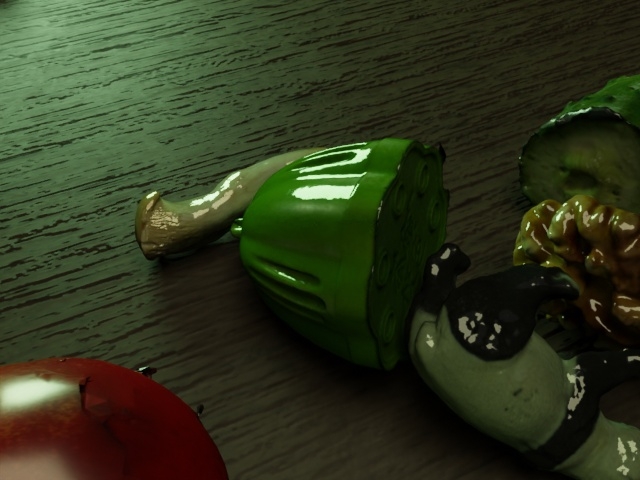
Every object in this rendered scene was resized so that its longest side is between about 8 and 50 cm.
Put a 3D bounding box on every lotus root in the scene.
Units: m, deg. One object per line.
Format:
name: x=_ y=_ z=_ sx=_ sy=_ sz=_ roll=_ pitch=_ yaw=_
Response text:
lotus root: x=0.000 y=0.000 z=0.579 sx=0.186 sy=0.186 sz=0.186 roll=3 pitch=54 yaw=-4

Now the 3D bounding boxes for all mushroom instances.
mushroom: x=-0.073 y=-0.041 z=0.645 sx=0.202 sy=0.059 sz=0.054 roll=-25 pitch=78 yaw=-21

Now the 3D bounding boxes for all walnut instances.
walnut: x=0.227 y=0.040 z=0.573 sx=0.170 sy=0.143 sz=0.069 roll=37 pitch=68 yaw=20

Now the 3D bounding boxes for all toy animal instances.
toy animal: x=0.163 y=0.103 z=0.534 sx=0.225 sy=0.094 sz=0.121 roll=41 pitch=61 yaw=-12

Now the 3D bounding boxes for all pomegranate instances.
pomegranate: x=-0.160 y=0.176 z=0.400 sx=0.235 sy=0.210 sz=0.210 roll=-39 pitch=64 yaw=2

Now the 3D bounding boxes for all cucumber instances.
cucumber: x=0.307 y=-0.104 z=0.703 sx=0.134 sy=0.134 sz=0.244 roll=38 pitch=46 yaw=20
